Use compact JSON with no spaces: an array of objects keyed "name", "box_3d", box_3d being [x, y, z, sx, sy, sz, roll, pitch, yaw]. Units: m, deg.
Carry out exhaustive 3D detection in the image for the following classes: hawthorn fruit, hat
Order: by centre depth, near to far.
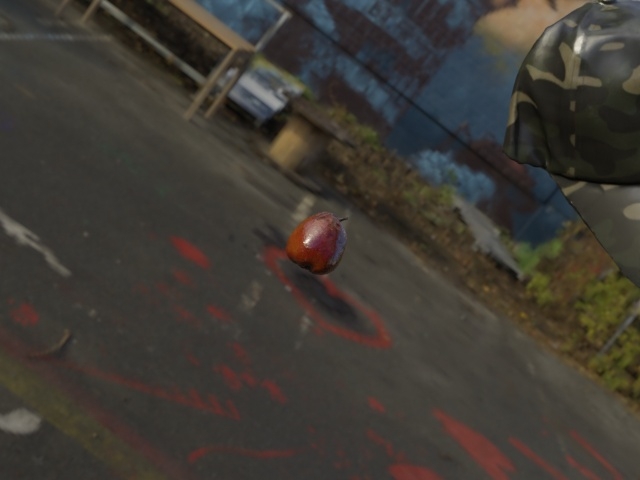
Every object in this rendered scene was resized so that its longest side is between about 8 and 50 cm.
[{"name":"hat","box_3d":[0.465,-0.126,1.421,0.381,0.366,0.257,53,-15,36]},{"name":"hawthorn fruit","box_3d":[0.000,0.000,1.555,0.081,0.093,0.081,28,-7,4]}]
